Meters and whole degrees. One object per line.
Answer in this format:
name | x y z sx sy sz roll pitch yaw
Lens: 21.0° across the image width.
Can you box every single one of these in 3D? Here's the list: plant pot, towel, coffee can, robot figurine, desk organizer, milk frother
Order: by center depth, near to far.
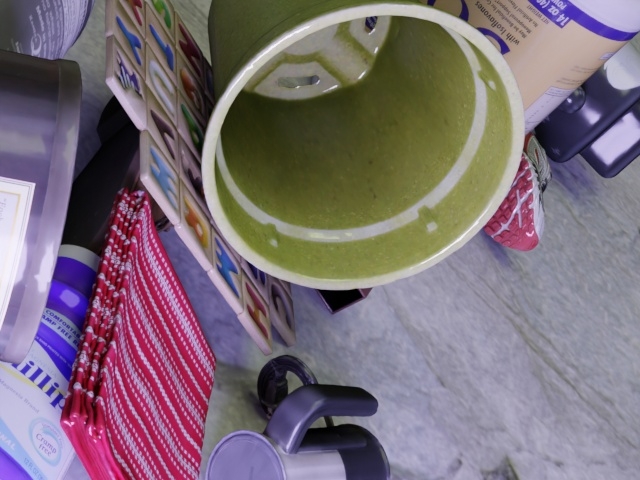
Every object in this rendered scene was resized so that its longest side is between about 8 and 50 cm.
coffee can | -0.307 -0.043 1.090 0.275 0.201 0.201 11 42 -16
towel | -0.124 0.112 1.283 0.275 0.031 0.199 -86 160 -52
milk frother | -0.035 0.162 1.381 0.143 0.129 0.135 13 5 38
plant pot | 0.011 -0.141 1.518 0.276 0.276 0.254 27 24 -29
desk organizer | 0.000 0.000 1.619 0.130 0.047 0.050 55 32 -12
robot figurine | 0.298 -0.207 2.138 0.173 0.209 0.278 -42 88 -23

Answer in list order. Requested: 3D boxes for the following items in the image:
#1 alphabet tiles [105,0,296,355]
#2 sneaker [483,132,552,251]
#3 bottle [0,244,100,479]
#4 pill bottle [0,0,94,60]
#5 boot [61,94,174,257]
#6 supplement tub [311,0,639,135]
alphabet tiles | -0.100 -0.073 1.492 0.285 0.011 0.342 -97 161 -46
sneaker | 0.229 -0.069 1.968 0.093 0.088 0.225 31 34 -26
bottle | -0.215 0.103 1.217 0.118 0.092 0.283 44 30 -14
pill bottle | -0.294 -0.192 1.357 0.204 0.204 0.361 39 31 -13
boot | -0.143 -0.048 1.481 0.115 0.112 0.305 48 27 -18
supplement tub | 0.170 -0.227 1.841 0.241 0.331 0.241 31 33 -23
